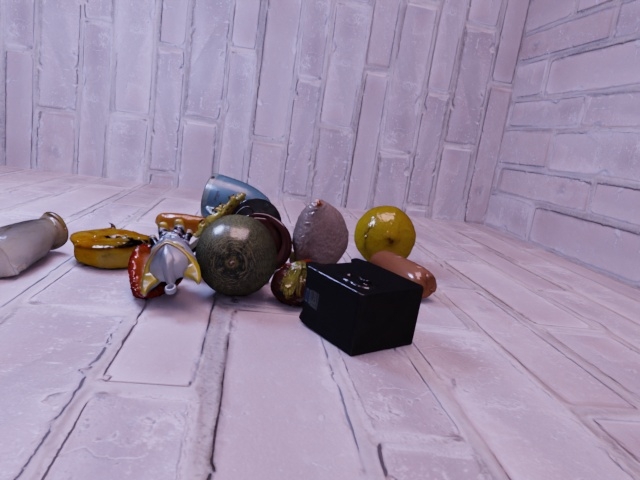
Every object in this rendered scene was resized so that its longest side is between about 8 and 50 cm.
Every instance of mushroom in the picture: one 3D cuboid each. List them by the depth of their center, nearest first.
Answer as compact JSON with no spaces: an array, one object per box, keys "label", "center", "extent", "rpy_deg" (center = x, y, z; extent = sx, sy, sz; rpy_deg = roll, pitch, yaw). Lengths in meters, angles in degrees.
[{"label":"mushroom","center":[-0.910,0.013,1.504],"extent":[0.154,0.137,0.407],"rpy_deg":[-3,17,7]}]

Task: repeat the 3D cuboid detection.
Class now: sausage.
[{"label":"sausage","center":[0.303,0.125,1.835],"extent":[0.121,0.121,0.304],"rpy_deg":[2,15,-30]},{"label":"sausage","center":[-0.619,-0.076,2.227],"extent":[0.238,0.098,0.098],"rpy_deg":[7,11,-13]}]

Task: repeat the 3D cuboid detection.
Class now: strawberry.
[{"label":"strawberry","center":[-0.474,0.112,1.434],"extent":[0.174,0.098,0.228],"rpy_deg":[18,28,-25]}]

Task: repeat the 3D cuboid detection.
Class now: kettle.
[{"label":"kettle","center":[-0.429,-0.166,2.564],"extent":[0.342,0.247,0.319],"rpy_deg":[16,44,3]}]

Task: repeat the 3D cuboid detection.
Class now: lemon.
[{"label":"lemon","center":[0.279,-0.019,2.162],"extent":[0.293,0.293,0.293],"rpy_deg":[8,11,-2]}]

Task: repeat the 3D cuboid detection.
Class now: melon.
[{"label":"melon","center":[-0.252,0.043,1.520],"extent":[0.249,0.248,0.329],"rpy_deg":[8,9,-1]}]

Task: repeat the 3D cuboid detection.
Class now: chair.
[{"label":"chair","center":[-0.240,-0.027,1.932],"extent":[0.227,0.226,0.401],"rpy_deg":[6,12,-13]}]

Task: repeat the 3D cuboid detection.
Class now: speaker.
[{"label":"speaker","center":[0.103,0.165,1.341],"extent":[0.232,0.184,0.254],"rpy_deg":[-1,16,-38]}]

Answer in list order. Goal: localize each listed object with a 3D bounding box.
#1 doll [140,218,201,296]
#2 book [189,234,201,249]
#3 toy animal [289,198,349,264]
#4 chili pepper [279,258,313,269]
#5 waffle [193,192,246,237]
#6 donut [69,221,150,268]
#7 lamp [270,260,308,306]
[{"label":"doll","center":[-0.415,0.042,1.393],"extent":[0.146,0.103,0.316],"rpy_deg":[10,29,-22]},{"label":"book","center":[-0.430,0.014,1.741],"extent":[0.021,0.217,0.310],"rpy_deg":[52,11,-6]},{"label":"toy animal","center":[-0.002,-0.004,1.844],"extent":[0.188,0.358,0.226],"rpy_deg":[24,58,31]},{"label":"chili pepper","center":[-0.054,0.110,1.755],"extent":[0.192,0.084,0.086],"rpy_deg":[0,47,-27]},{"label":"waffle","center":[-0.432,-0.110,2.126],"extent":[0.060,0.262,0.280],"rpy_deg":[45,23,-3]},{"label":"donut","center":[-0.699,0.017,1.661],"extent":[0.254,0.118,0.253],"rpy_deg":[10,10,-2]},{"label":"lamp","center":[-0.072,0.127,1.515],"extent":[0.156,0.134,0.157],"rpy_deg":[2,13,-37]}]
